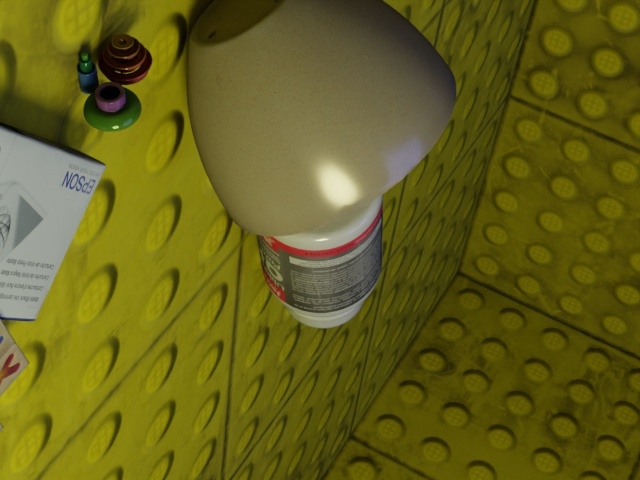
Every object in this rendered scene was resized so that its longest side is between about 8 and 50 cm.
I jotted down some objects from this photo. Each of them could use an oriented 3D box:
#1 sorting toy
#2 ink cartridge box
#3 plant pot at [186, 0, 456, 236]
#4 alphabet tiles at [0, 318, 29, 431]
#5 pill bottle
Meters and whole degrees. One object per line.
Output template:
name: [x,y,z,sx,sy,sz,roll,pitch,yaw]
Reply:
sorting toy: [-0.185,-0.147,1.074,0.042,0.061,0.102,93,4,-54]
ink cartridge box: [-0.285,0.013,1.022,0.224,0.045,0.223,-65,165,2]
plant pot: [-0.028,-0.170,1.250,0.191,0.284,0.284,53,57,-33]
alphabet tiles: [-0.375,0.204,1.005,0.342,0.011,0.285,-51,165,-20]
pill bottle: [0.000,0.000,1.701,0.176,0.176,0.318,-57,163,-24]
